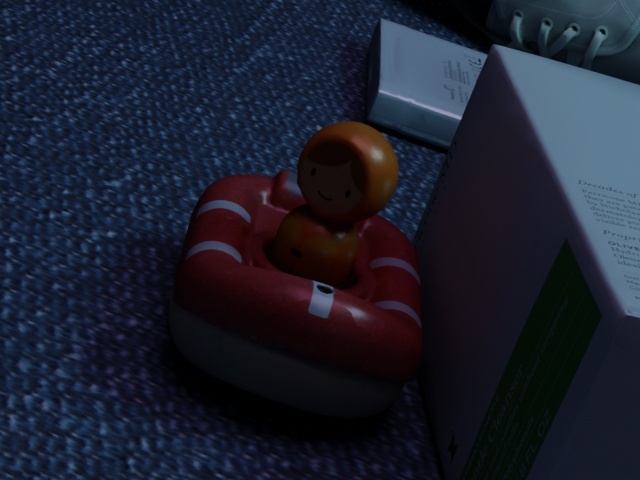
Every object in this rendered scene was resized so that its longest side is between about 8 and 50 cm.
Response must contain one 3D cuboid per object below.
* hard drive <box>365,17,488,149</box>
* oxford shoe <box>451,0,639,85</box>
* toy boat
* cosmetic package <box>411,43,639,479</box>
[{"bbox_3d":[0.191,-0.105,1.568,0.308,0.040,0.203,19,24,-6],"label":"hard drive"},{"bbox_3d":[0.257,-0.217,1.773,0.449,0.169,0.130,39,70,19],"label":"oxford shoe"},{"bbox_3d":[0.000,0.000,1.050,0.151,0.151,0.231,18,24,-6],"label":"toy boat"},{"bbox_3d":[0.163,0.049,1.029,0.155,0.197,0.365,15,23,-13],"label":"cosmetic package"}]
